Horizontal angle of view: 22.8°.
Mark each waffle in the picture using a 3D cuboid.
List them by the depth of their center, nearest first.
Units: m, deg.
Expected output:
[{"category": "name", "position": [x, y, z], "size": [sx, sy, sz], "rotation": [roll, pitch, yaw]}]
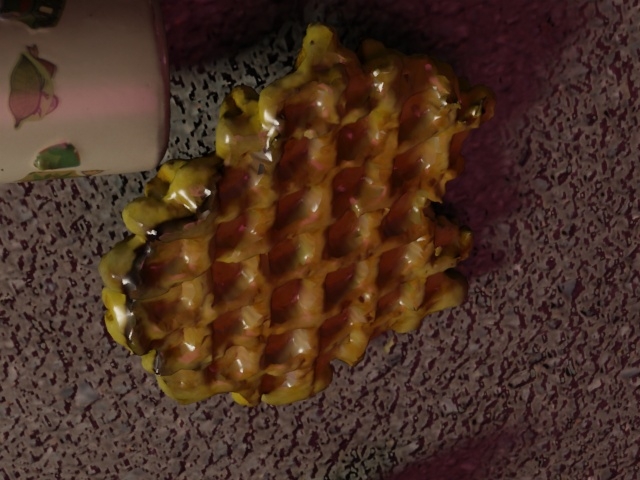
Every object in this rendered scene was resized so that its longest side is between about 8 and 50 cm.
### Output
[{"category": "waffle", "position": [-0.003, -0.005, 1.015], "size": [0.281, 0.058, 0.301], "rotation": [-35, 145, -4]}]

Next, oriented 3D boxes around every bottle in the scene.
[{"category": "bottle", "position": [-0.216, -0.087, 0.884], "size": [0.253, 0.120, 0.120], "rotation": [-4, 126, -14]}]
